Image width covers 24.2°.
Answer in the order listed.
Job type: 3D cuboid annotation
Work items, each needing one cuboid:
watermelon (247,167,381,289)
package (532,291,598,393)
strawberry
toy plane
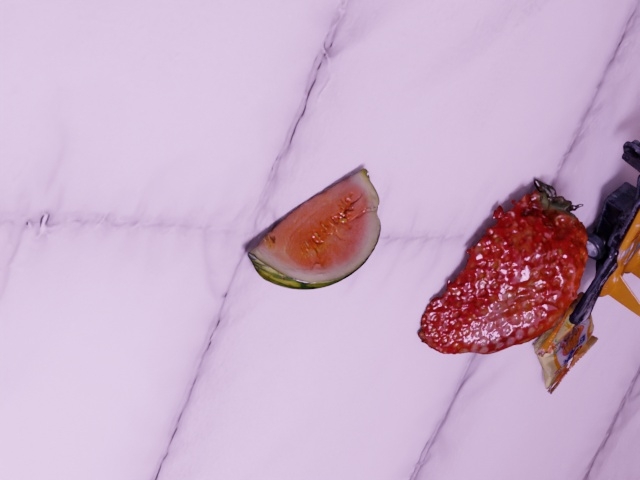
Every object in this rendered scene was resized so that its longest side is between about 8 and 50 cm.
[{"bbox_3d":[0.010,0.010,1.458,0.163,0.069,0.087,-37,143,-29],"label":"watermelon"},{"bbox_3d":[0.331,0.138,2.004,0.108,0.031,0.121,-46,146,-15],"label":"package"},{"bbox_3d":[0.238,0.054,1.748,0.175,0.107,0.236,22,101,-56],"label":"strawberry"},{"bbox_3d":[0.393,-0.036,1.863,0.204,0.103,0.316,-39,147,-27],"label":"toy plane"}]
